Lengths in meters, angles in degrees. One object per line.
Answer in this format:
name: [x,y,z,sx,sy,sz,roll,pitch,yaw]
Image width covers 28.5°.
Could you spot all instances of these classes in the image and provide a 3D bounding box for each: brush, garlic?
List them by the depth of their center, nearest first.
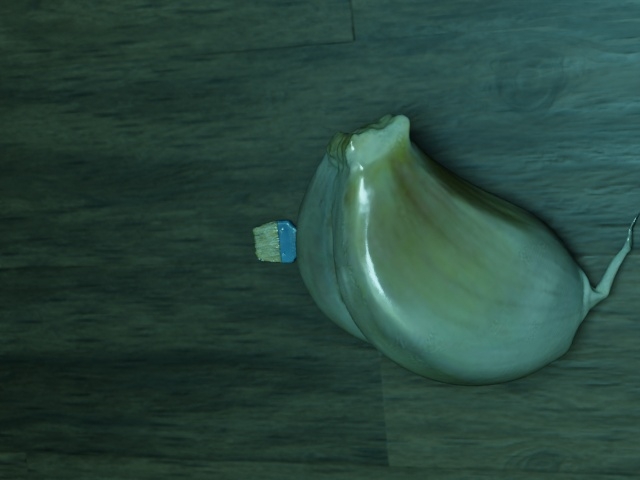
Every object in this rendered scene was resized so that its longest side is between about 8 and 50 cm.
garlic: [0.132,0.032,1.356,0.340,0.231,0.245,19,78,-15]
brush: [0.000,0.000,1.460,0.164,0.014,0.051,-1,106,18]
